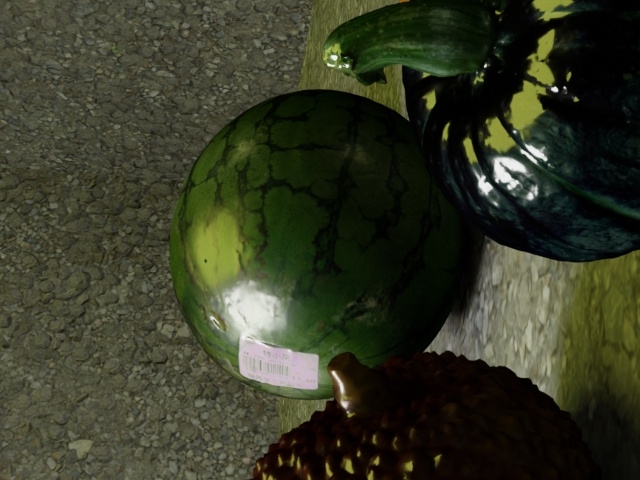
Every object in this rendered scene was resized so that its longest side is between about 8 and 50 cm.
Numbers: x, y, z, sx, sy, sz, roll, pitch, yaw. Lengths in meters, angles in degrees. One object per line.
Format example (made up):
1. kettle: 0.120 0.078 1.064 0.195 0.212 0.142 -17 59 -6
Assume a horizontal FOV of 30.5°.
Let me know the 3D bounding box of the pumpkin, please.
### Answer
1. pumpkin: 0.121 -0.107 0.675 0.248 0.248 0.248 -176 90 -83

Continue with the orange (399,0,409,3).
1. orange: 0.145 -0.255 0.864 0.240 0.171 0.240 -64 -2 -3

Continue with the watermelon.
1. watermelon: 0.000 0.000 1.332 0.363 0.363 0.363 -176 90 -83

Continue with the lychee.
1. lychee: 0.081 0.210 0.837 0.276 0.275 0.304 -110 -3 -74
